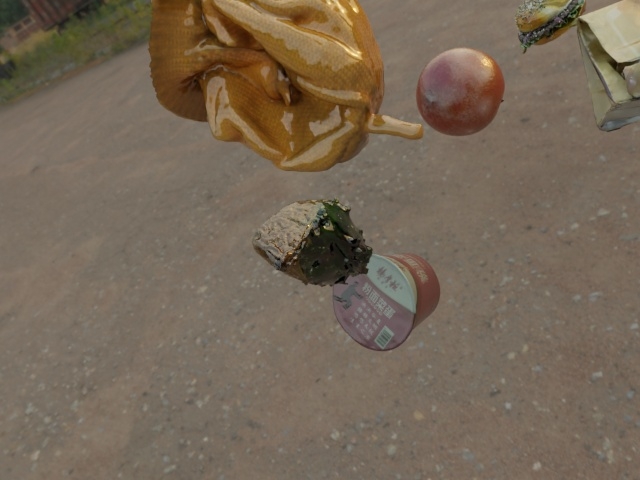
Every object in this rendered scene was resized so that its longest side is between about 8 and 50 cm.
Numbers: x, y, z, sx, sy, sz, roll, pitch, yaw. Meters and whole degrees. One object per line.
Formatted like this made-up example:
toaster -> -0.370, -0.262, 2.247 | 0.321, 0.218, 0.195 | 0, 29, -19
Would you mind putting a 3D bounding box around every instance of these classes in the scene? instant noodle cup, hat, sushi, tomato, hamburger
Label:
instant noodle cup -> 0.171, 0.132, 1.439 | 0.234, 0.235, 0.178 | -6, 6, 39
hat -> 0.003, -0.160, 0.557 | 0.233, 0.244, 0.233 | 35, 56, 22
sushi -> -0.001, 0.000, 0.950 | 0.140, 0.287, 0.149 | 31, 90, 22
tomato -> 0.411, -0.446, 1.782 | 0.264, 0.265, 0.265 | -25, 31, 16
hamburger -> 0.486, -0.493, 1.256 | 0.164, 0.093, 0.190 | -27, 27, 46

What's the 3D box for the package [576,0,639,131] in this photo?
package -> 0.616, -0.319, 0.965 | 0.311, 0.222, 0.165 | -14, 10, 9
